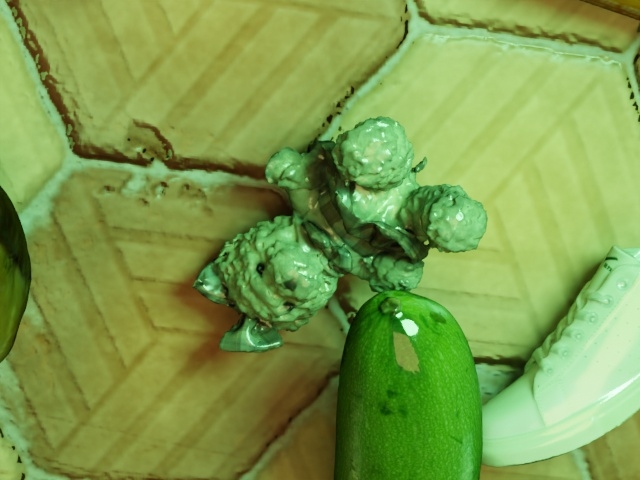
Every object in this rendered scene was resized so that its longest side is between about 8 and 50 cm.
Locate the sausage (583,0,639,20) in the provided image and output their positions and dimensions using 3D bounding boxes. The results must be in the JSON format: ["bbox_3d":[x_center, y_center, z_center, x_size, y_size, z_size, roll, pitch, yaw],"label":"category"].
[{"bbox_3d":[0.284,-0.170,1.236,0.312,0.093,0.093,17,108,-15],"label":"sausage"}]

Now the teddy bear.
[{"bbox_3d":[0.011,-0.013,1.265,0.213,0.111,0.133,-34,103,32],"label":"teddy bear"}]

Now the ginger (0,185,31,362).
[{"bbox_3d":[-0.309,-0.029,1.168,0.165,0.172,0.321,-36,112,10],"label":"ginger"}]

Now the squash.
[{"bbox_3d":[0.057,0.188,1.315,0.107,0.107,0.395,-2,126,-7],"label":"squash"}]

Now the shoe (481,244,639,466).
[{"bbox_3d":[0.210,0.060,1.322,0.265,0.095,0.110,-28,106,-2],"label":"shoe"}]
